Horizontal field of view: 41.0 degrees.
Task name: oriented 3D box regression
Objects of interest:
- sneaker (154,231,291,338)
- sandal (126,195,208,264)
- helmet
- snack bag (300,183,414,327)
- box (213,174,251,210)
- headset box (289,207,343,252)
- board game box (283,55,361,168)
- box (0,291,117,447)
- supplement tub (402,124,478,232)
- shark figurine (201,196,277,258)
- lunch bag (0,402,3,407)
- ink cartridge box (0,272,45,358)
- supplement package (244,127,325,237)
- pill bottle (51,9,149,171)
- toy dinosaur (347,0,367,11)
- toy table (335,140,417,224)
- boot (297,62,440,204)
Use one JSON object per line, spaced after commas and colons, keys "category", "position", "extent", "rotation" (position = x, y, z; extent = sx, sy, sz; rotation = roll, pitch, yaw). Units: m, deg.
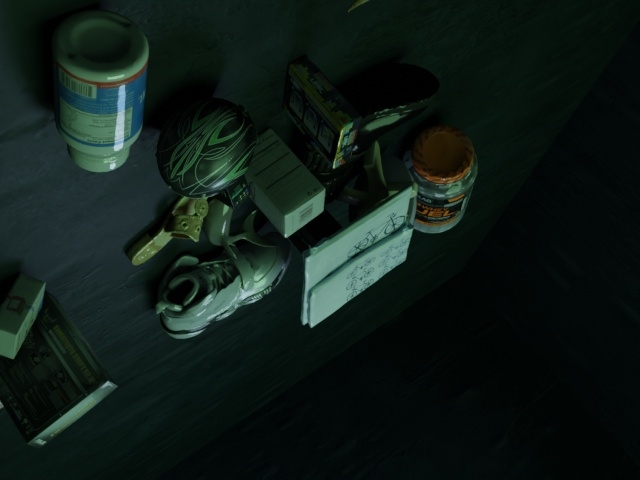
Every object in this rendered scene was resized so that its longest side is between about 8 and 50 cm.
{"category": "sneaker", "position": [-0.227, 0.087, 1.989], "extent": [0.365, 0.137, 0.210], "rotation": [-35, 164, -8]}
{"category": "sandal", "position": [-0.280, -0.018, 1.727], "extent": [0.240, 0.079, 0.088], "rotation": [-42, 162, 5]}
{"category": "helmet", "position": [-0.194, -0.157, 1.443], "extent": [0.169, 0.169, 0.161], "rotation": [-50, 176, 26]}
{"category": "snack bag", "position": [0.090, 0.039, 1.980], "extent": [0.323, 0.037, 0.343], "rotation": [-33, 154, -20]}
{"category": "box", "position": [-0.183, -0.111, 1.697], "extent": [0.052, 0.062, 0.083], "rotation": [-48, 155, -19]}
{"category": "headset box", "position": [0.000, 0.000, 2.116], "extent": [0.110, 0.218, 0.293], "rotation": [-41, 163, -3]}
{"category": "board game box", "position": [0.000, -0.241, 1.618], "extent": [0.048, 0.170, 0.141], "rotation": [-31, 161, -22]}
{"category": "box", "position": [-0.520, 0.240, 1.604], "extent": [0.183, 0.231, 0.056], "rotation": [-39, 159, -9]}
{"category": "supplement tub", "position": [0.325, -0.171, 2.393], "extent": [0.207, 0.207, 0.338], "rotation": [-37, 161, -12]}
{"category": "shark figurine", "position": [-0.199, -0.007, 1.875], "extent": [0.166, 0.116, 0.278], "rotation": [-39, 160, -1]}
{"category": "lunch bag", "position": [-0.693, 0.335, 1.770], "extent": [0.071, 0.053, 0.083], "rotation": [-34, 152, -27]}
{"category": "ink cartridge box", "position": [-0.537, 0.134, 1.511], "extent": [0.088, 0.052, 0.122], "rotation": [119, -9, -48]}
{"category": "supplement package", "position": [-0.086, -0.116, 1.725], "extent": [0.105, 0.179, 0.105], "rotation": [-36, 161, -16]}
{"category": "pill bottle", "position": [-0.305, -0.197, 1.181], "extent": [0.124, 0.124, 0.221], "rotation": [-30, 161, -29]}
{"category": "toy dinosaur", "position": [0.125, -0.476, 1.525], "extent": [0.211, 0.064, 0.112], "rotation": [-52, 143, 7]}
{"category": "toy table", "position": [0.135, -0.109, 2.147], "extent": [0.252, 0.274, 0.161], "rotation": [-11, 158, 18]}
{"category": "boot", "position": [0.089, -0.232, 1.877], "extent": [0.347, 0.131, 0.260], "rotation": [-22, 150, -19]}
